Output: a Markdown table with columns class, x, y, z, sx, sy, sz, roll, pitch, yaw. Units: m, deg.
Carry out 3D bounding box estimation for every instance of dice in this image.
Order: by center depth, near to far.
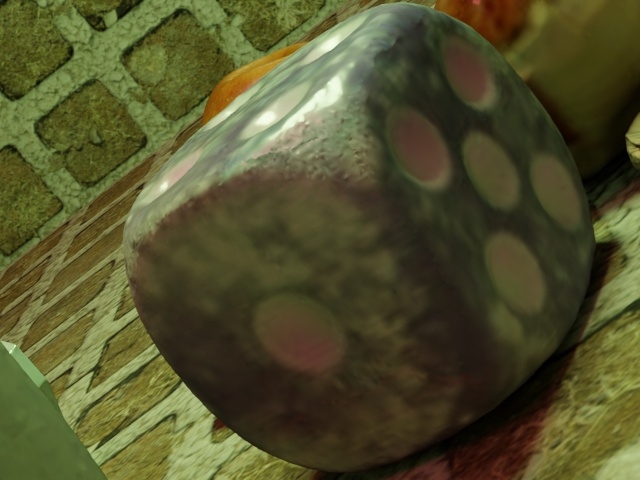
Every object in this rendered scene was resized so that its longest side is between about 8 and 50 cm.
| class | x | y | z | sx | sy | sz | roll | pitch | yaw |
| --- | --- | --- | --- | --- | --- | --- | --- | --- | --- |
| dice | 0.032 | -0.003 | 1.216 | 0.270 | 0.270 | 0.271 | -28 | 17 | 37 |

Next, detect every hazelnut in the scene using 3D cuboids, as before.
| class | x | y | z | sx | sy | sz | roll | pitch | yaw |
| --- | --- | --- | --- | --- | --- | --- | --- | --- | --- |
| hazelnut | 0.205 | -0.176 | 1.391 | 0.261 | 0.241 | 0.261 | -23 | -31 | -15 |

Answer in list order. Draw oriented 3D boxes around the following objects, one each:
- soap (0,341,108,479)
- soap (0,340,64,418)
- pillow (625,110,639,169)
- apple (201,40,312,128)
| class | x | y | z | sx | sy | sz | roll | pitch | yaw |
| --- | --- | --- | --- | --- | --- | --- | --- | --- | --- |
| soap | -0.426 | 0.256 | 1.440 | 0.435 | 0.350 | 0.213 | -30 | 17 | 43 |
| soap | -0.411 | 0.221 | 1.786 | 0.115 | 0.208 | 0.347 | -48 | 16 | -31 |
| pillow | 0.349 | -0.120 | 1.191 | 0.173 | 0.067 | 0.270 | -44 | 16 | -22 |
| apple | -0.031 | -0.138 | 1.953 | 0.251 | 0.206 | 0.272 | -35 | 13 | 6 |
